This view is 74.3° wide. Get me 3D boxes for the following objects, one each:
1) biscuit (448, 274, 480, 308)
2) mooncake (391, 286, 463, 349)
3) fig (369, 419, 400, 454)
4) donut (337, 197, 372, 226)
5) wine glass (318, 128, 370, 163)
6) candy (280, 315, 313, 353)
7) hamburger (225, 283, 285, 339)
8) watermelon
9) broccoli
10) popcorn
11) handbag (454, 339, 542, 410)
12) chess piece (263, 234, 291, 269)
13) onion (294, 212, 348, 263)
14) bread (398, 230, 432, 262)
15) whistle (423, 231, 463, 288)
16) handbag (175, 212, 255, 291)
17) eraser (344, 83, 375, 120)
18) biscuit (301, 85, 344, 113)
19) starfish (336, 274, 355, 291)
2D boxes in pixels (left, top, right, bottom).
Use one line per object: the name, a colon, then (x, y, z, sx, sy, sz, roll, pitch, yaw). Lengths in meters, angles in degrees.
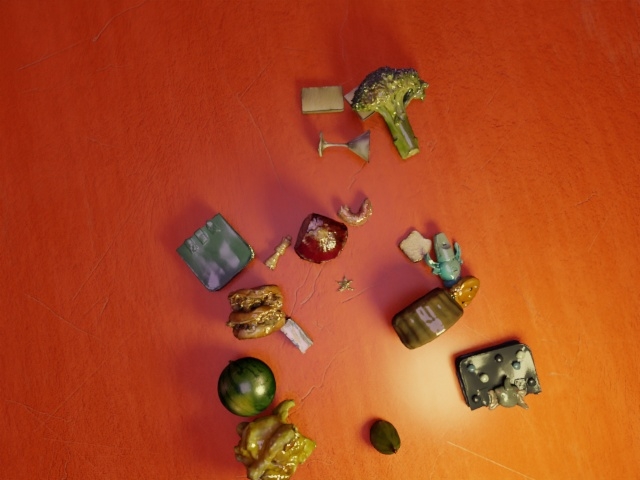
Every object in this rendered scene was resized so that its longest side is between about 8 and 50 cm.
biscuit: (0.625, 0.231, 1.835, 0.170, 0.170, 0.050, -42, 42, -4)
mooncake: (0.439, 0.321, 1.766, 0.290, 0.290, 0.161, -34, 77, -3)
fig: (0.264, 0.838, 1.763, 0.126, 0.185, 0.133, -17, 88, 15)
donut: (0.167, -0.120, 1.916, 0.166, 0.065, 0.117, -25, 84, -1)
wine glass: (0.109, -0.432, 1.912, 0.232, 0.156, 0.156, 2, 84, 5)
candy: (-0.106, 0.411, 1.849, 0.073, 0.092, 0.160, -43, 87, -6)
hamburger: (-0.283, 0.298, 1.791, 0.260, 0.245, 0.211, -11, 89, -31)
watermelon: (-0.305, 0.605, 1.757, 0.242, 0.242, 0.242, 0, 84, 0)
broccoli: (0.306, -0.581, 1.893, 0.353, 0.275, 0.397, 9, 98, -1)
popcorn: (-0.191, 0.817, 1.734, 0.290, 0.321, 0.326, -1, 67, 16)
handbag: (0.772, 0.600, 1.823, 0.325, 0.118, 0.269, -16, 85, 0)
chess piece: (-0.188, 0.049, 1.905, 0.060, 0.060, 0.172, 35, 83, 3)
onion: (0.005, 0.003, 1.834, 0.207, 0.216, 0.206, 19, 88, -6)
bread: (0.431, 0.028, 1.914, 0.126, 0.044, 0.129, 43, 88, 11)
whistle: (0.562, 0.099, 1.872, 0.186, 0.093, 0.274, -17, 89, -22)
handbag: (-0.457, 0.056, 1.885, 0.269, 0.100, 0.274, -44, 85, 0)
eraser: (0.194, -0.649, 1.990, 0.104, 0.023, 0.150, -38, 85, -4)
biscuit: (0.009, -0.659, 1.983, 0.199, 0.040, 0.121, -3, 82, -2)
starfish: (0.112, 0.205, 1.909, 0.092, 0.016, 0.086, 29, 87, 0)
